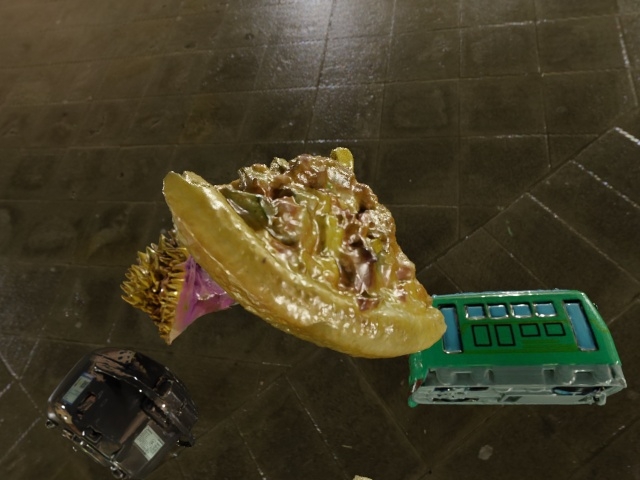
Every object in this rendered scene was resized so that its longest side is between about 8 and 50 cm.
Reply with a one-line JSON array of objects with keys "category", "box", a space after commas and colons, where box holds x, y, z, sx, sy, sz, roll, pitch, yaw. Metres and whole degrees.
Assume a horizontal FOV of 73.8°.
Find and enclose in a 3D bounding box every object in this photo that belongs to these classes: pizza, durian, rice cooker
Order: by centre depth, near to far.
[{"category": "pizza", "box": [0.010, 0.031, 0.427, 0.087, 0.257, 0.268, -35, 84, 40]}, {"category": "rice cooker", "box": [-0.244, 0.209, 0.526, 0.203, 0.142, 0.118, -2, 37, 37]}, {"category": "durian", "box": [-0.146, 0.013, 0.606, 0.153, 0.260, 0.187, 27, 93, 20]}]

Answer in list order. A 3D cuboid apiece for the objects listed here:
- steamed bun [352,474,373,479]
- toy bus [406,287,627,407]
[{"category": "steamed bun", "box": [0.091, 0.665, 0.992, 0.212, 0.110, 0.231, -35, 96, -2]}, {"category": "toy bus", "box": [0.322, 0.195, 0.774, 0.343, 0.184, 0.200, -3, 60, 7]}]
